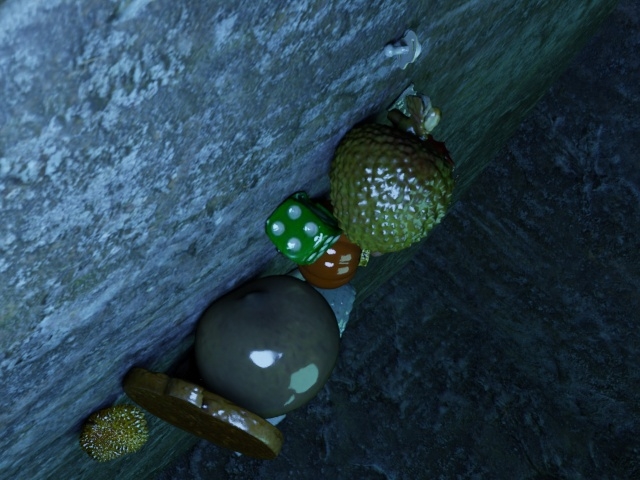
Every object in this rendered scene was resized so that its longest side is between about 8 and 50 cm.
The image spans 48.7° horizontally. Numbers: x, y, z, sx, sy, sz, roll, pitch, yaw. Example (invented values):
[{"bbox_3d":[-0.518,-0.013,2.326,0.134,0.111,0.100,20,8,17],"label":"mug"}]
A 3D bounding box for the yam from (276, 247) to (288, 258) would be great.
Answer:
[{"bbox_3d":[-0.085,0.037,1.876,0.234,0.029,0.027,31,77,-77],"label":"yam"}]

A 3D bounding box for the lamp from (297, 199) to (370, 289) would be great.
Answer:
[{"bbox_3d":[0.023,0.011,1.726,0.223,0.196,0.223,-170,-90,-89],"label":"lamp"}]

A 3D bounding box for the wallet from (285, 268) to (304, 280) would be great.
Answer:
[{"bbox_3d":[-0.078,0.117,2.156,0.095,0.033,0.190,-54,166,32],"label":"wallet"}]

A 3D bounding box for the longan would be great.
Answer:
[{"bbox_3d":[-0.128,0.252,1.728,0.361,0.361,0.361,-42,168,-11],"label":"longan"}]

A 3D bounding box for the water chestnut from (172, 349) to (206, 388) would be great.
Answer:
[{"bbox_3d":[-0.287,0.395,1.925,0.223,0.224,0.238,-42,-162,-13],"label":"water chestnut"}]

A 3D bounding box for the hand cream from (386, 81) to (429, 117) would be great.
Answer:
[{"bbox_3d":[0.224,-0.309,1.683,0.084,0.050,0.257,-44,166,13],"label":"hand cream"}]

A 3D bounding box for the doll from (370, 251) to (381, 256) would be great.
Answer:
[{"bbox_3d":[0.130,-0.036,2.146,0.201,0.156,0.303,23,143,-36],"label":"doll"}]

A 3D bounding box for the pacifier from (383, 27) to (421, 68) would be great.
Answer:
[{"bbox_3d":[0.145,-0.349,1.276,0.064,0.068,0.083,-4,176,-19],"label":"pacifier"}]

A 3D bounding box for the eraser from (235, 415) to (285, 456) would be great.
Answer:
[{"bbox_3d":[-0.266,0.480,2.138,0.189,0.290,0.104,-37,167,-23],"label":"eraser"}]

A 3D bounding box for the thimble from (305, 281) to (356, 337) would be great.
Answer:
[{"bbox_3d":[0.004,0.223,2.301,0.250,0.172,0.205,-66,-174,-32],"label":"thimble"}]

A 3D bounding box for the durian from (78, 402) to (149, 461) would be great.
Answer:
[{"bbox_3d":[-0.487,0.452,1.673,0.158,0.137,0.168,-42,154,10],"label":"durian"}]

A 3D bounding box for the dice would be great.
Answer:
[{"bbox_3d":[-0.037,-0.024,1.560,0.120,0.128,0.131,-47,169,15],"label":"dice"}]

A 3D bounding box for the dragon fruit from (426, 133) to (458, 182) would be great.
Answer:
[{"bbox_3d":[0.237,-0.177,1.818,0.210,0.205,0.268,-49,177,8],"label":"dragon fruit"}]

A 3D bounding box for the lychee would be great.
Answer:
[{"bbox_3d":[0.149,-0.131,1.504,0.270,0.270,0.320,75,23,-77],"label":"lychee"}]

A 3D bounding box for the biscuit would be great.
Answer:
[{"bbox_3d":[-0.265,0.380,1.600,0.350,0.394,0.070,92,22,-60],"label":"biscuit"}]
